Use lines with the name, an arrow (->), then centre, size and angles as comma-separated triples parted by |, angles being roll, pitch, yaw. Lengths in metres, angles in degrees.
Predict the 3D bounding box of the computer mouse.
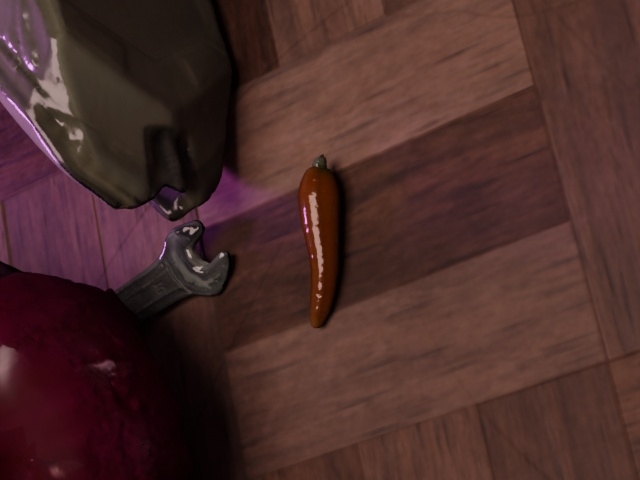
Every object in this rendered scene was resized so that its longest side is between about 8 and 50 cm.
computer mouse -> -0.213, -0.203, 1.400 | 0.145, 0.228, 0.429 | -31, 67, 31

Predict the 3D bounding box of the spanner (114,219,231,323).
spanner -> -0.197, 0.078, 1.448 | 0.302, 0.017, 0.071 | -34, 84, 24

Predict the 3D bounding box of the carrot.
carrot -> 0.000, 0.000, 1.328 | 0.035, 0.035, 0.142 | -6, 82, 33

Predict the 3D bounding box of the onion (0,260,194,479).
onion -> -0.319, 0.201, 1.268 | 0.398, 0.420, 0.398 | 0, 89, 23
